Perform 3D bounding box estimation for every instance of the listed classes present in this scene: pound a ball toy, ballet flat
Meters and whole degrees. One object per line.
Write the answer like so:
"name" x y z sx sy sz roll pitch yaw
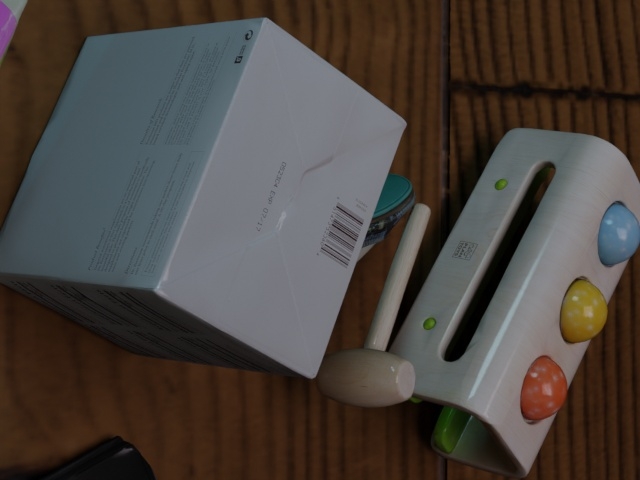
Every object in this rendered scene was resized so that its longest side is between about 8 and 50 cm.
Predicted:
"pound a ball toy" 0.152 0.048 1.331 0.319 0.135 0.208 -61 140 -23
"ballet flat" 0.000 0.000 1.282 0.188 0.070 0.070 -21 105 -37

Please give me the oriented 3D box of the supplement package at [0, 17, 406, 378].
"supplement package" -0.085 -0.027 1.101 0.149 0.203 0.194 33 70 -38

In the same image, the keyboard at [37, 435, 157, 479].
"keyboard" -0.216 0.287 1.110 0.317 0.033 0.202 -28 103 -37

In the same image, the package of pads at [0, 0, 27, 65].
"package of pads" -0.327 -0.081 0.954 0.229 0.101 0.297 35 70 -35
